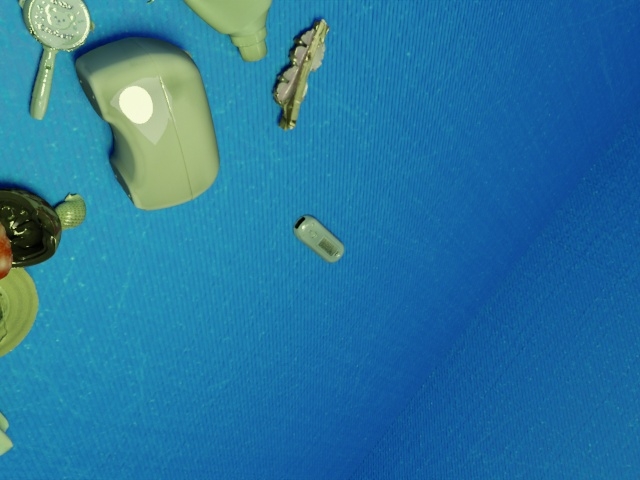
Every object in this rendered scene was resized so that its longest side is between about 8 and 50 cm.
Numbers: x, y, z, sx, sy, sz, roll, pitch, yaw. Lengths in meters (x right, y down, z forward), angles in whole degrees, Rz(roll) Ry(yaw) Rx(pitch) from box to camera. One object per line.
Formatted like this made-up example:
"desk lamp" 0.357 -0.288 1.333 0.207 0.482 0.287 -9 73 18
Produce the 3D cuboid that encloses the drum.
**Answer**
"drum" -0.535 -0.365 0.973 0.130 0.049 0.253 27 100 -47

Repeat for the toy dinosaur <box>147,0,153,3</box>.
"toy dinosaur" -0.370 -0.501 1.039 0.083 0.021 0.062 -48 150 -4

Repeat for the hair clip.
"hair clip" -0.052 -0.425 1.316 0.106 0.084 0.292 13 105 -38

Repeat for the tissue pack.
"tissue pack" -0.340 -0.248 1.082 0.235 0.229 0.333 -25 133 -22

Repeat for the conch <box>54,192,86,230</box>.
"conch" -0.564 -0.060 1.159 0.085 0.056 0.076 -56 150 7

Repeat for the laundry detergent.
"laundry detergent" -0.208 -0.564 1.059 0.264 0.124 0.398 -34 137 -19

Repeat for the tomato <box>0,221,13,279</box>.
"tomato" -0.711 0.015 0.996 0.173 0.099 0.189 -6 112 9

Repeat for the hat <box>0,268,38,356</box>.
"hat" -0.744 0.152 1.104 0.252 0.252 0.110 -22 170 -27

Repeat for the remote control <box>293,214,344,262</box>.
"remote control" 0.000 0.000 1.671 0.087 0.047 0.244 -48 136 2

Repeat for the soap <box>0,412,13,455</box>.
"soap" -0.895 0.408 1.162 0.208 0.115 0.347 -29 133 -22

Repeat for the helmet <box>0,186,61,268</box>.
"helmet" -0.626 -0.038 1.080 0.153 0.107 0.177 -21 112 11
